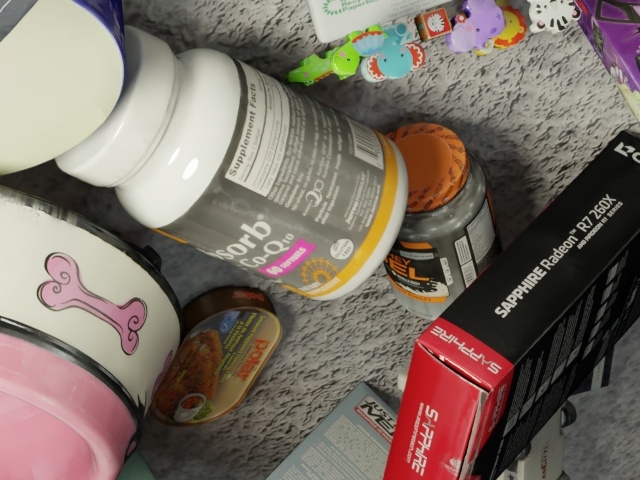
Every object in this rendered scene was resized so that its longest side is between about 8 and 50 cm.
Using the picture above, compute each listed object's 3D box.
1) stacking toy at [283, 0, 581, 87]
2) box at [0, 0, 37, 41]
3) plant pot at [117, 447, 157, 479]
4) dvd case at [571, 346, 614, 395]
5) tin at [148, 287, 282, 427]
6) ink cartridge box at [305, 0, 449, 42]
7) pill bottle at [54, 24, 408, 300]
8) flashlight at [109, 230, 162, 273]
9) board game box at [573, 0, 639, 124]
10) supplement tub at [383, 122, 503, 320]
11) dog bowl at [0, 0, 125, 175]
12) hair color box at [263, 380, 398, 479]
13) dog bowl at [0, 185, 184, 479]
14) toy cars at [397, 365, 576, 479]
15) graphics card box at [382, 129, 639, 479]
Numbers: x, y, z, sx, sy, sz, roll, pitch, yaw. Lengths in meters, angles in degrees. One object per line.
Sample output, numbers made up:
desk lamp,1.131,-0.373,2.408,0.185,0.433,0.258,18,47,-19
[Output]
stacking toy,0.092,-0.164,1.605,0.221,0.052,0.167,-19,-178,-13
box,-0.358,-0.260,1.123,0.312,0.343,0.179,20,127,-42
plant pot,-0.231,0.296,1.798,0.165,0.234,0.166,15,136,-32
dvd case,0.222,0.134,2.141,0.221,0.018,0.164,-13,140,-9
tin,-0.109,0.118,1.948,0.106,0.040,0.190,9,133,-28
ink cartridge box,0.117,-0.332,1.493,0.324,0.071,0.330,-18,139,-3
pill bottle,-0.075,-0.066,1.629,0.278,0.162,0.162,24,124,-32
flashlight,-0.227,0.127,1.847,0.103,0.103,0.304,0,136,-24
board game box,0.396,-0.219,1.649,0.347,0.208,0.056,-17,142,-7
supplement tub,0.107,-0.018,1.823,0.117,0.117,0.190,-22,142,-1
dog bowl,-0.278,-0.157,1.438,0.265,0.104,0.265,-7,149,-4
hair color box,-0.041,0.307,1.975,0.185,0.113,0.374,-49,174,31
dog bowl,-0.325,0.105,1.609,0.408,0.150,0.408,5,151,3
toy cars,0.177,0.197,2.104,0.176,0.087,0.394,-59,142,-12
graphics card box,0.209,0.084,1.862,0.371,0.094,0.233,-42,155,-35
